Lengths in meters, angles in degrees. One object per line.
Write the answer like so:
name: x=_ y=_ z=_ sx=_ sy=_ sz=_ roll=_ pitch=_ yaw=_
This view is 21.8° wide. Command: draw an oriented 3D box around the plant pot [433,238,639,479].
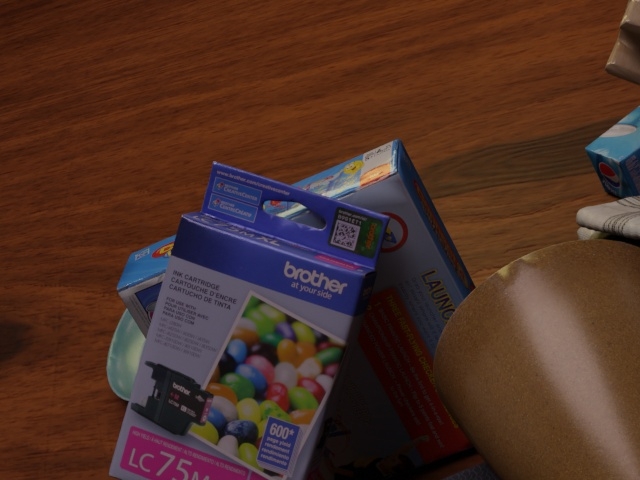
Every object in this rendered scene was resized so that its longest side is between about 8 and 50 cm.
plant pot: x=0.250 y=0.169 z=1.429 sx=0.237 sy=0.237 sz=0.254 roll=-28 pitch=43 yaw=4

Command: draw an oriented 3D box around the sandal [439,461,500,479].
sandal: x=0.077 y=0.281 z=1.570 sx=0.254 sy=0.054 sz=0.097 roll=-15 pitch=39 yaw=13

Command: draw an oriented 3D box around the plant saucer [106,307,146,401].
plant saucer: x=-0.131 y=0.080 z=2.042 sx=0.317 sy=0.044 sz=0.318 roll=-32 pitch=31 yaw=23

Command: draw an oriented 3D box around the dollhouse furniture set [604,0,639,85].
dollhouse furniture set: x=0.549 y=-0.320 z=1.742 sx=0.394 sy=0.362 sz=0.256 roll=21 pitch=47 yaw=9

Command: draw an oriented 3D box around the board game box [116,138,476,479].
board game box: x=0.007 y=0.098 z=1.650 sx=0.302 sy=0.308 sz=0.086 roll=-22 pitch=22 yaw=14

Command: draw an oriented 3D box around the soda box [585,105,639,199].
soda box: x=0.409 y=-0.132 z=1.898 sx=0.210 sy=0.067 sz=0.071 roll=-36 pitch=28 yaw=-13

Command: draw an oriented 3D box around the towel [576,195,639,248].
towel: x=0.426 y=-0.049 z=1.590 sx=0.312 sy=0.056 sz=0.324 roll=-20 pitch=7 yaw=-11

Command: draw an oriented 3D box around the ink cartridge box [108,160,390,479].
ink cartridge box: x=-0.066 y=0.100 z=1.535 sx=0.185 sy=0.311 sz=0.065 roll=18 pitch=6 yaw=12
